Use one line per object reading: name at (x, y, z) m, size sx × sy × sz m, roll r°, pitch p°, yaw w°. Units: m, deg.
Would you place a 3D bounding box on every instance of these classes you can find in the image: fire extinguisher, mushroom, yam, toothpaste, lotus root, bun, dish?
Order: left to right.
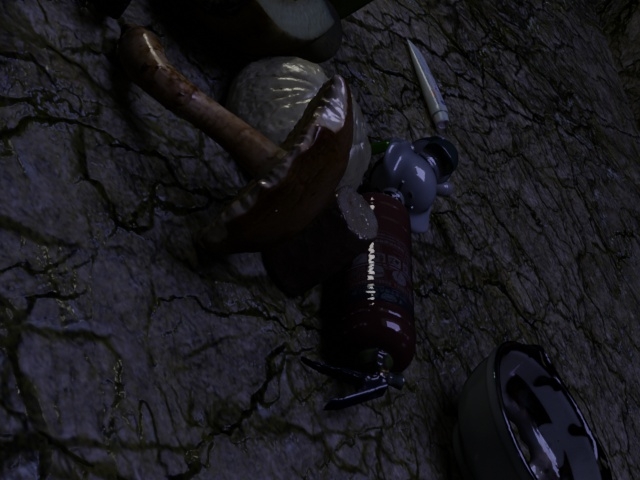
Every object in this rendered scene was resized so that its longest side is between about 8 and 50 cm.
mushroom at (-0.117, -0.098, 1.289) m, size 0.233 × 0.301 × 0.208 m, roll -50°, pitch 150°, yaw -66°
lotus root at (-0.116, -0.342, 1.549) m, size 0.267 × 0.149 × 0.260 m, roll 61°, pitch 22°, yaw -16°
bun at (-0.013, -0.148, 1.526) m, size 0.220 × 0.134 × 0.220 m, roll 41°, pitch 28°, yaw -27°
yam at (0.000, 0.002, 1.395) m, size 0.084 × 0.127 × 0.084 m, roll 39°, pitch 30°, yaw -28°
fire extinguisher at (0.047, 0.080, 1.443) m, size 0.138 × 0.102 × 0.344 m, roll 16°, pitch 39°, yaw -10°
toothpaste at (0.197, -0.289, 2.193) m, size 0.052 × 0.033 × 0.218 m, roll 37°, pitch 29°, yaw -45°
dish at (0.263, 0.276, 1.570) m, size 0.303 × 0.120 × 0.303 m, roll 42°, pitch 30°, yaw -31°

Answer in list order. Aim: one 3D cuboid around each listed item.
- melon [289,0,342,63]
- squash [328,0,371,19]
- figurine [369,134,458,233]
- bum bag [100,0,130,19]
melon at (-0.022, -0.315, 1.740) m, size 0.130 × 0.098 × 0.098 m, roll 42°, pitch 30°, yaw -41°
squash at (0.070, -0.506, 1.795) m, size 0.263 × 0.384 × 0.263 m, roll 39°, pitch 34°, yaw -33°
figurine at (0.131, -0.090, 1.747) m, size 0.192 × 0.126 × 0.147 m, roll -43°, pitch 111°, yaw -48°
bum bag at (-0.213, -0.362, 1.363) m, size 0.060 × 0.106 × 0.233 m, roll 18°, pitch 75°, yaw -23°
